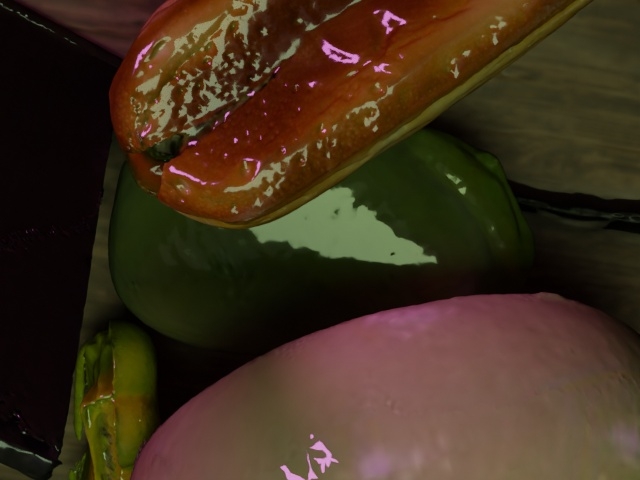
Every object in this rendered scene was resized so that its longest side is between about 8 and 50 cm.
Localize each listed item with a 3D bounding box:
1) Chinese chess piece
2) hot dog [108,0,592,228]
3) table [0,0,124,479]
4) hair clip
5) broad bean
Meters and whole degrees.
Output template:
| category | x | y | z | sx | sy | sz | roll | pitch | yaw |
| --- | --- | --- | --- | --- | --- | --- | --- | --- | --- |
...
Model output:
| category | x | y | z | sx | sy | sz | roll | pitch | yaw |
| --- | --- | --- | --- | --- | --- | --- | --- | --- | --- |
| Chinese chess piece | 0.041 | 0.123 | 0.744 | 0.251 | 0.097 | 0.251 | -11 | 150 | -7 |
| hot dog | 0.029 | -0.097 | 0.672 | 0.249 | 0.068 | 0.100 | -35 | 88 | -1 |
| table | -0.220 | 0.040 | 0.639 | 0.196 | 0.282 | 0.250 | 29 | 116 | -17 |
| hair clip | -0.098 | 0.110 | 0.805 | 0.046 | 0.072 | 0.173 | 4 | 124 | -16 |
| broad bean | 0.000 | 0.000 | 0.737 | 0.174 | 0.082 | 0.124 | 11 | 116 | -8 |
